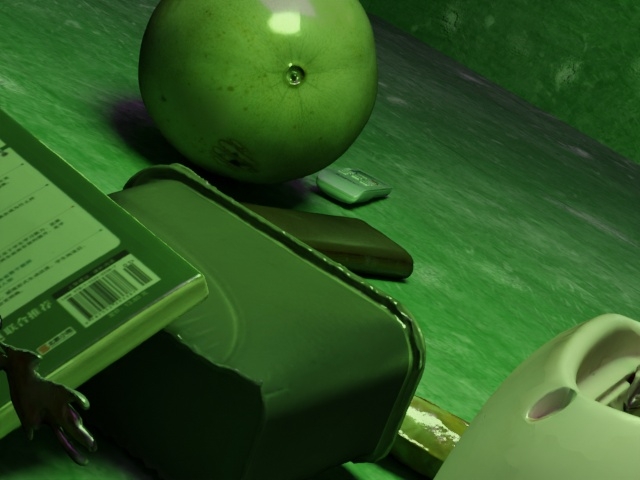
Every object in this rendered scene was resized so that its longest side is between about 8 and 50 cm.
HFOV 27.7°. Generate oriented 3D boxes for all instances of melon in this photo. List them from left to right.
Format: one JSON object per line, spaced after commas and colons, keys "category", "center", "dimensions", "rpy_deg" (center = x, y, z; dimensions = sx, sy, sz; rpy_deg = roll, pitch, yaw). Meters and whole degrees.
{"category": "melon", "center": [-0.070, -0.194, 1.470], "dimensions": [0.268, 0.269, 0.330], "rpy_deg": [18, 3, -19]}

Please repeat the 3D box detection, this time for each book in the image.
{"category": "book", "center": [-0.225, 0.015, 0.794], "dimensions": [0.202, 0.027, 0.264], "rpy_deg": [-35, 50, -24]}

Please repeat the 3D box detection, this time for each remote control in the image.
{"category": "remote control", "center": [0.044, -0.069, 1.655], "dimensions": [0.061, 0.029, 0.162], "rpy_deg": [30, 12, 15]}

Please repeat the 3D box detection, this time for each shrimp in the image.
{"category": "shrimp", "center": [0.082, 0.138, 0.994], "dimensions": [0.236, 0.053, 0.133], "rpy_deg": [27, 18, 0]}

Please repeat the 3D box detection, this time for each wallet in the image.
{"category": "wallet", "center": [0.000, 0.000, 1.363], "dimensions": [0.198, 0.031, 0.110], "rpy_deg": [7, 22, -44]}

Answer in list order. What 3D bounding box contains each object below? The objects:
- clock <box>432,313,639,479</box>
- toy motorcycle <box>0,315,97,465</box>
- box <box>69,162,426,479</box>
{"category": "clock", "center": [0.228, 0.204, 0.625], "dimensions": [0.376, 0.251, 0.368], "rpy_deg": [30, 17, 21]}
{"category": "toy motorcycle", "center": [-0.285, -0.003, 0.694], "dimensions": [0.401, 0.207, 0.134], "rpy_deg": [34, -13, 26]}
{"category": "box", "center": [-0.086, 0.060, 0.877], "dimensions": [0.274, 0.138, 0.178], "rpy_deg": [29, 24, 26]}
